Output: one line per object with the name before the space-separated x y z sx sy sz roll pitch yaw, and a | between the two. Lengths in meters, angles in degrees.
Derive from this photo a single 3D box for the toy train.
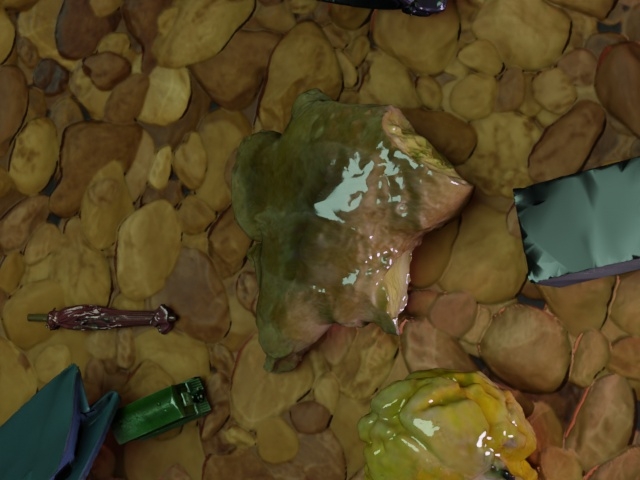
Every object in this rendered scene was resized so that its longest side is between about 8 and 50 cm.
toy train | -0.151 0.159 1.729 0.093 0.056 0.038 -25 81 25

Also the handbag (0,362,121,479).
handbag | -0.279 0.222 1.721 0.221 0.057 0.144 -38 28 32

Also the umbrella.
umbrella | -0.212 0.075 1.783 0.165 0.025 0.027 -2 64 23

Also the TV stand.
TV stand | 0.299 -0.030 1.516 0.269 0.083 0.088 -15 81 25

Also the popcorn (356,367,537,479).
popcorn | 0.108 0.177 1.555 0.148 0.167 0.152 -30 32 -10

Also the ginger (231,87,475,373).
ginger | 0.000 0.000 1.631 0.219 0.123 0.270 39 103 20

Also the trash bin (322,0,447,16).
trash bin | 0.000 -0.350 1.604 0.277 0.217 0.263 13 91 -14
